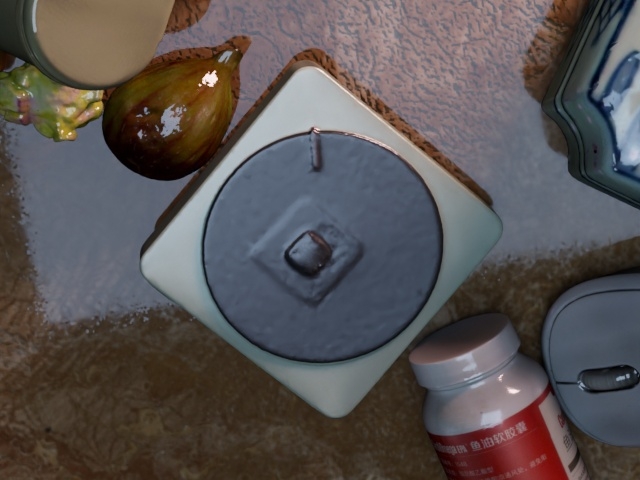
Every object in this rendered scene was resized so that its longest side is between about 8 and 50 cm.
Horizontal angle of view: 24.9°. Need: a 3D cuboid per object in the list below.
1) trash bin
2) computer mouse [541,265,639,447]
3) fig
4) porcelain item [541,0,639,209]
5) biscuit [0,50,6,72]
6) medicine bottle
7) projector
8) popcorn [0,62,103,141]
[{"bbox_3d":[-0.212,-0.259,1.231,0.121,0.247,0.243,16,94,-33],"label":"trash bin"},{"bbox_3d":[0.366,0.101,1.393,0.297,0.121,0.184,-14,104,3],"label":"computer mouse"},{"bbox_3d":[-0.132,-0.128,1.356,0.109,0.103,0.154,29,112,-29],"label":"fig"},{"bbox_3d":[0.368,-0.144,1.288,0.286,0.157,0.281,27,89,-5],"label":"porcelain item"},{"bbox_3d":[-0.383,-0.233,1.365,0.301,0.043,0.278,-37,100,6],"label":"biscuit"},{"bbox_3d":[0.182,0.204,1.414,0.131,0.131,0.250,-22,102,6],"label":"medicine bottle"},{"bbox_3d":[0.000,0.000,1.390,0.257,0.079,0.259,39,98,-14],"label":"projector"},{"bbox_3d":[-0.250,-0.143,1.358,0.109,0.097,0.089,-26,116,34],"label":"popcorn"}]
